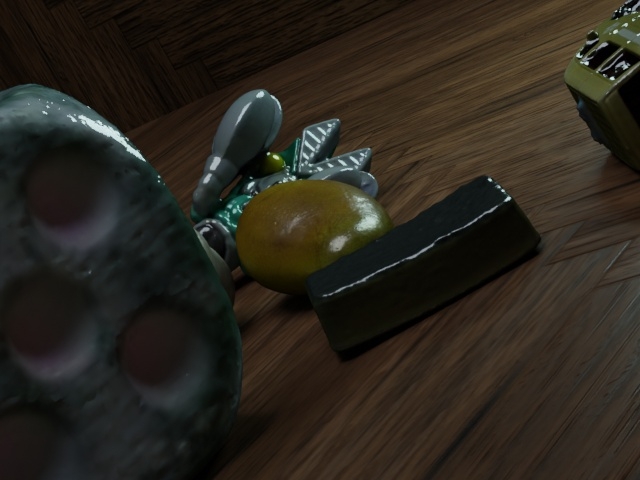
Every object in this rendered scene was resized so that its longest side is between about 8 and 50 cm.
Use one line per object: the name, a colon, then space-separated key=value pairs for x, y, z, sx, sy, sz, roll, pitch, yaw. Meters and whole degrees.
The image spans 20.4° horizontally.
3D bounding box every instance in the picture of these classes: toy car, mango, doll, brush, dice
toy car: x=0.284 y=-0.139 z=1.589 sx=0.124 sy=0.101 sz=0.256 roll=-32 pitch=12 yaw=4
mango: x=0.000 y=0.000 z=1.698 sx=0.136 sy=0.099 sz=0.227 roll=-28 pitch=18 yaw=-19
doll: x=-0.043 y=-0.043 z=1.940 sx=0.153 sy=0.195 sz=0.258 roll=100 pitch=-168 yaw=-61
brush: x=0.082 y=0.018 z=1.499 sx=0.197 sy=0.059 sz=0.123 roll=-29 pitch=13 yaw=0
dice: x=-0.293 y=0.096 z=1.404 sx=0.348 sy=0.330 sz=0.328 roll=-39 pitch=15 yaw=-34

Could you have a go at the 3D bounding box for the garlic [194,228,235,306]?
garlic: x=-0.201 y=0.084 z=1.738 sx=0.199 sy=0.199 sz=0.226 roll=-10 pitch=51 yaw=59
